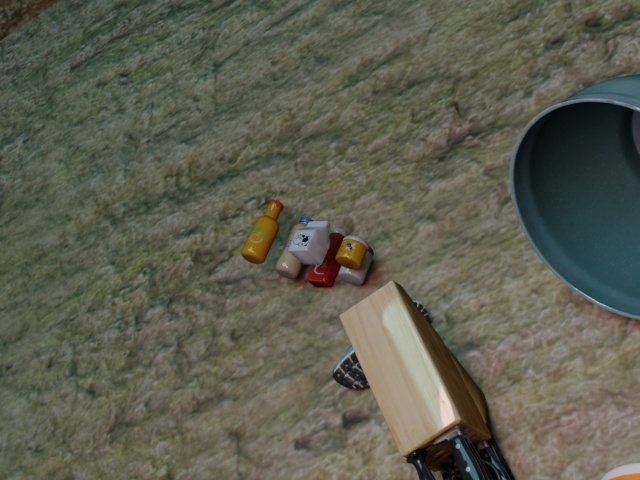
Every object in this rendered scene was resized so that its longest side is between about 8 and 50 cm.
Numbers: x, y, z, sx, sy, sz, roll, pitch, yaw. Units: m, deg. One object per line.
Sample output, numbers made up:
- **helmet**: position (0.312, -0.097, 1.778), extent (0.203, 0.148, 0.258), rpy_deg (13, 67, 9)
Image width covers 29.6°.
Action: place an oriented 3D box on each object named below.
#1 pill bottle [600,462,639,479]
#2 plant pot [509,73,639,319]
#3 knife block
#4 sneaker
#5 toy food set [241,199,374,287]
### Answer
- **pill bottle**: position (0.338, 0.349, 1.228), extent (0.121, 0.121, 0.221), rpy_deg (-14, 49, 34)
- **plant pot**: position (0.402, -0.078, 1.442), extent (0.293, 0.293, 0.196), rpy_deg (7, 35, 45)
- **knife block**: position (0.129, 0.208, 1.454), extent (0.088, 0.276, 0.242), rpy_deg (-35, 11, 14)
- **sneaker**: position (0.081, 0.143, 1.702), extent (0.162, 0.063, 0.073), rpy_deg (-42, 21, -1)
- **toy food set**: position (0.000, 0.000, 1.840), extent (0.232, 0.111, 0.105), rpy_deg (-2, 57, 45)
